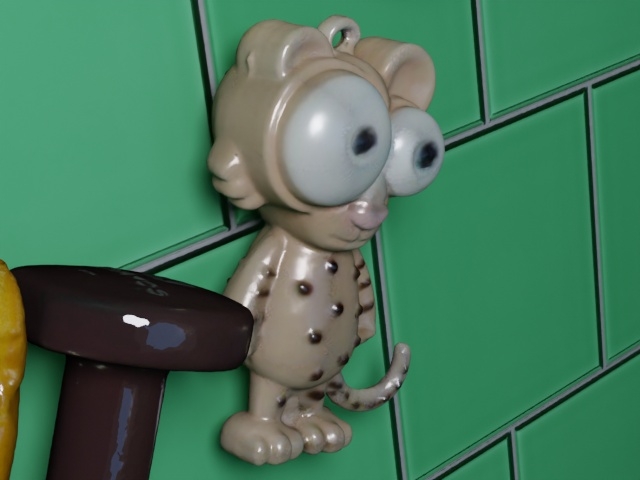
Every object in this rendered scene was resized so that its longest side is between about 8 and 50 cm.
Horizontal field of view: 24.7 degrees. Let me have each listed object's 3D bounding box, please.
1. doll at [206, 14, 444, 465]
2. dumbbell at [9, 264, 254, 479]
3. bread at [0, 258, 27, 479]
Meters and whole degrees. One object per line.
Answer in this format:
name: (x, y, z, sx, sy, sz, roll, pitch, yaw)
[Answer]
doll: (-0.002, 0.001, 0.896, 0.154, 0.119, 0.278, -15, 115, -40)
dumbbell: (-0.120, 0.128, 0.790, 0.124, 0.140, 0.225, 7, 96, -35)
bread: (-0.214, 0.120, 0.726, 0.094, 0.102, 0.245, 12, 89, -39)
